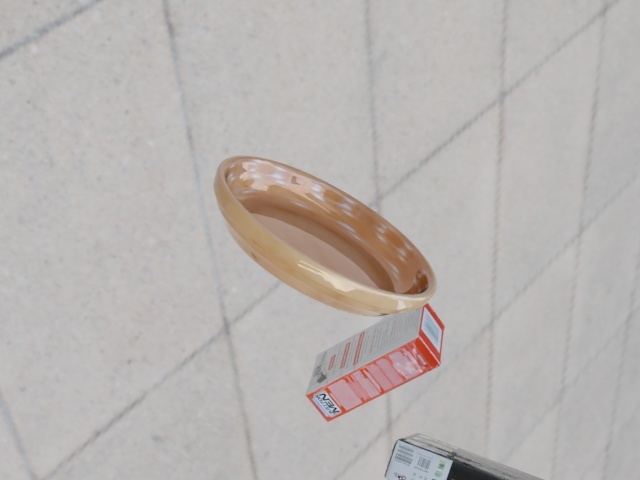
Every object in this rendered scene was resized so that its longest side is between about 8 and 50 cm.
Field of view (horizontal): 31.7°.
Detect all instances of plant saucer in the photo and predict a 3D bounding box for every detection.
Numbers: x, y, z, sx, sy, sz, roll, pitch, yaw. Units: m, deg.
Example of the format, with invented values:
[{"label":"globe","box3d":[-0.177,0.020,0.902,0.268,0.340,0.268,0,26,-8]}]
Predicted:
[{"label":"plant saucer","box3d":[0.000,0.000,0.906,0.200,0.200,0.037,1,126,-56]}]

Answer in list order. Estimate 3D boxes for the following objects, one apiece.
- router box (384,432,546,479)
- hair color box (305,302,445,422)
[{"label":"router box","box3d":[0.167,0.255,1.183,0.133,0.179,0.046,23,86,-74]},{"label":"hair color box","box3d":[0.068,0.147,1.382,0.053,0.167,0.093,54,23,-18]}]
